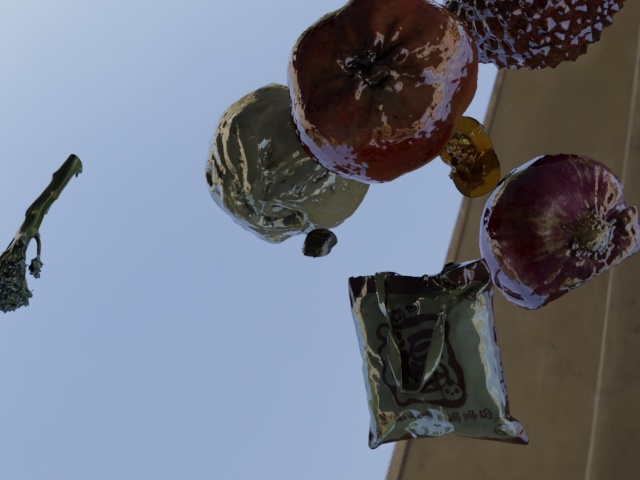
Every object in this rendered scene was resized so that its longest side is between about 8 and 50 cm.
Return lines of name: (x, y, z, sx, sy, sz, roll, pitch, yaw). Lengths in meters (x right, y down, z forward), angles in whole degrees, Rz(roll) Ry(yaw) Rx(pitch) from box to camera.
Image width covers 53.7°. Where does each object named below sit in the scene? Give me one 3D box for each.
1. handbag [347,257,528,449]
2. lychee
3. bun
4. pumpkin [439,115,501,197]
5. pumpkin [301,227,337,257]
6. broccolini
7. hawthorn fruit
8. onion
handbag: (0.140, 0.149, 0.808, 0.213, 0.127, 0.234, -12, -97, 35)
lychee: (0.475, -0.608, 1.473, 0.425, 0.501, 0.424, -26, -121, 57)
bun: (-0.061, -0.122, 1.228, 0.327, 0.362, 0.234, 1, -126, -10)
pumpkin: (0.336, -0.190, 1.430, 0.119, 0.108, 0.183, -22, -88, 22)
pumpkin: (-0.001, -0.001, 1.001, 0.050, 0.028, 0.083, 7, -150, 10)
broccolini: (-0.472, -0.025, 1.090, 0.079, 0.074, 0.392, -20, -145, 21)
hawthorn fruit: (0.097, -0.222, 0.968, 0.287, 0.330, 0.286, 0, -92, 12)
onion: (0.397, -0.025, 1.107, 0.256, 0.230, 0.272, -28, -179, -28)
